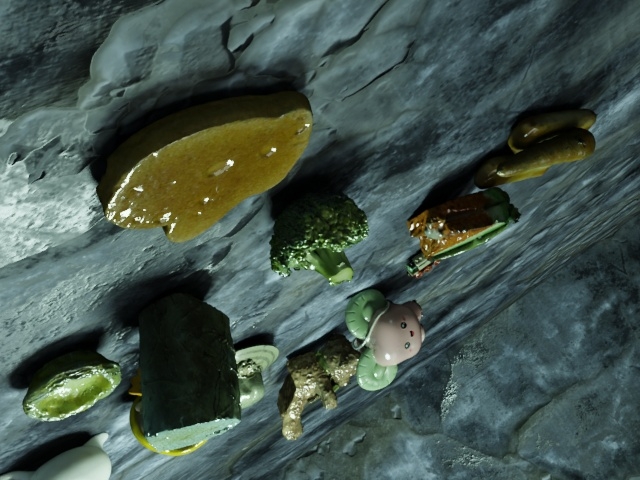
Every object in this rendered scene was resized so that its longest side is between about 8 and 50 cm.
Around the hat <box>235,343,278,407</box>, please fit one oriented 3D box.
[{"bbox_3d":[-0.205,0.377,2.110,0.252,0.110,0.252,-22,155,-11],"label":"hat"}]

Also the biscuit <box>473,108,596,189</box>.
[{"bbox_3d":[0.514,-0.224,1.960,0.291,0.062,0.237,-16,154,-40],"label":"biscuit"}]

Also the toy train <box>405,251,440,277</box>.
[{"bbox_3d":[0.341,0.019,2.265,0.250,0.053,0.085,-34,151,1],"label":"toy train"}]

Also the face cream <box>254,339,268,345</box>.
[{"bbox_3d":[-0.172,0.290,2.138,0.083,0.021,0.040,-41,157,16],"label":"face cream"}]

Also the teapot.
[{"bbox_3d":[-0.619,0.566,1.928,0.300,0.165,0.208,-5,153,-39],"label":"teapot"}]

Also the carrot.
[{"bbox_3d":[0.498,-0.189,1.844,0.298,0.078,0.078,-20,156,-22],"label":"carrot"}]

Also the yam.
[{"bbox_3d":[-0.258,0.249,1.589,0.202,0.271,0.202,-12,162,-8],"label":"yam"}]

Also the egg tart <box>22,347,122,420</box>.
[{"bbox_3d":[-0.479,0.269,1.554,0.197,0.078,0.197,-28,157,-13],"label":"egg tart"}]

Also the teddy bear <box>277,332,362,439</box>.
[{"bbox_3d":[-0.005,0.432,2.439,0.223,0.246,0.296,3,110,-12],"label":"teddy bear"}]

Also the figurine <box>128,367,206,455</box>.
[{"bbox_3d":[-0.337,0.369,1.855,0.215,0.187,0.343,-6,150,-6],"label":"figurine"}]

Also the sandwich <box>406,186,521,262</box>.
[{"bbox_3d":[0.323,-0.039,1.976,0.212,0.109,0.292,-7,162,-19],"label":"sandwich"}]

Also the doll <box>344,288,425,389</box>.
[{"bbox_3d":[0.169,0.269,2.323,0.268,0.284,0.216,-15,-173,-41],"label":"doll"}]

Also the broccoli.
[{"bbox_3d":[-0.001,-0.003,1.532,0.198,0.176,0.226,-27,140,13],"label":"broccoli"}]

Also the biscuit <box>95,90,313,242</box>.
[{"bbox_3d":[-0.172,-0.103,1.209,0.344,0.057,0.287,-21,156,-32],"label":"biscuit"}]
